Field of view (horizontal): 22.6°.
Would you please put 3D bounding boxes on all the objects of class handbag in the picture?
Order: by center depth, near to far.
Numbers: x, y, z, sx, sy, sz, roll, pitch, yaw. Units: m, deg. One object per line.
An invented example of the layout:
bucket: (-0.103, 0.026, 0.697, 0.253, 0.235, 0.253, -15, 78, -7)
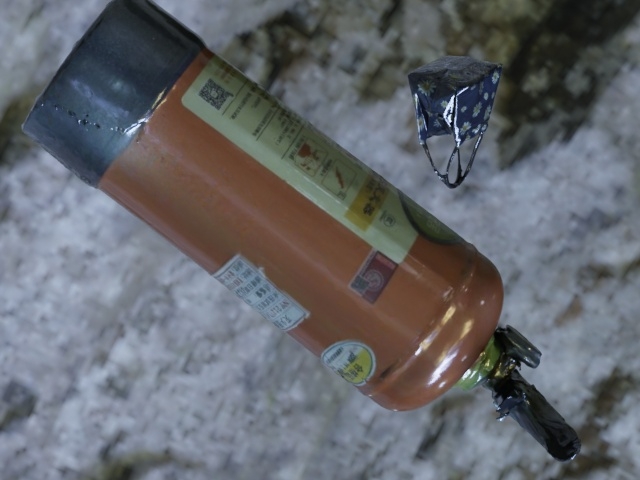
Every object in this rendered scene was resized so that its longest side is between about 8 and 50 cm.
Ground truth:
handbag: (0.148, -0.124, 1.729, 0.072, 0.115, 0.139, 6, -70, 25)

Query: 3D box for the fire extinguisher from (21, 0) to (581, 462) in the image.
fire extinguisher: (0.006, -0.007, 0.999, 0.113, 0.376, 0.200, -50, -175, 23)
